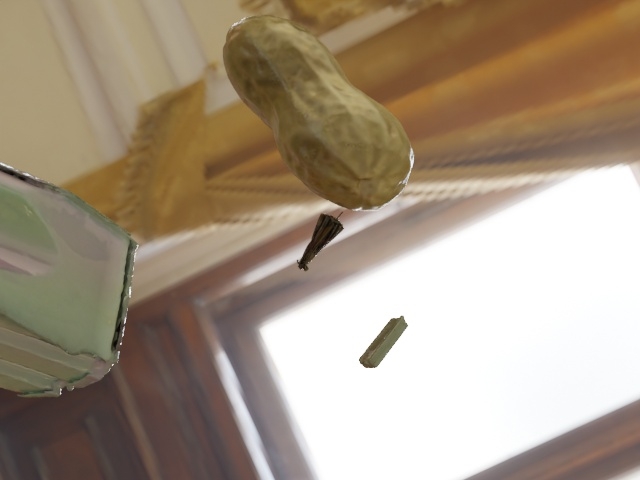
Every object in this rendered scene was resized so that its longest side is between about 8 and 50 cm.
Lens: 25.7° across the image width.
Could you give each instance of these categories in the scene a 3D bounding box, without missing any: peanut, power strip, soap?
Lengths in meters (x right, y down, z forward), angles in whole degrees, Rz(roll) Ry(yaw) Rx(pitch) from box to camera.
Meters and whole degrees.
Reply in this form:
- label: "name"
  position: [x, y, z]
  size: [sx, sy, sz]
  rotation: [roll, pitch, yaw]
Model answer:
- label: "peanut"
  position: [-0.010, -0.137, 1.461]
  size: [0.257, 0.123, 0.123]
  rotation: [48, 4, 12]
- label: "power strip"
  position: [0.076, 0.119, 1.648]
  size: [0.017, 0.083, 0.027]
  rotation: [51, -26, -20]
- label: "soap"
  position: [-0.402, 0.013, 1.292]
  size: [0.446, 0.261, 0.156]
  rotation: [24, 56, -33]

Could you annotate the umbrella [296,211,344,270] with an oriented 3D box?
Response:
- label: "umbrella"
  position: [0.000, -0.001, 1.594]
  size: [0.031, 0.083, 0.020]
  rotation: [32, 18, -17]
